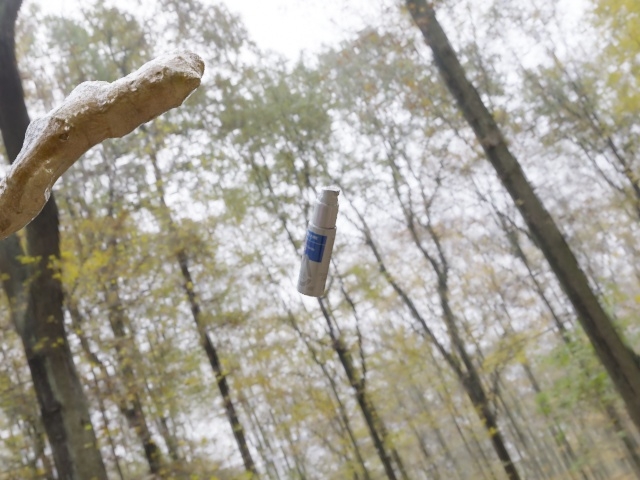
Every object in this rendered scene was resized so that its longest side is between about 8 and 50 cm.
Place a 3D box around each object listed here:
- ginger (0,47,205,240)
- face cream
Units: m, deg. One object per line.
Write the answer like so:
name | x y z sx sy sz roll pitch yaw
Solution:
ginger | -0.216 -0.084 0.715 0.288 0.089 0.075 -36 -42 -16
face cream | 0.000 0.000 0.975 0.034 0.034 0.130 -4 -64 -38
